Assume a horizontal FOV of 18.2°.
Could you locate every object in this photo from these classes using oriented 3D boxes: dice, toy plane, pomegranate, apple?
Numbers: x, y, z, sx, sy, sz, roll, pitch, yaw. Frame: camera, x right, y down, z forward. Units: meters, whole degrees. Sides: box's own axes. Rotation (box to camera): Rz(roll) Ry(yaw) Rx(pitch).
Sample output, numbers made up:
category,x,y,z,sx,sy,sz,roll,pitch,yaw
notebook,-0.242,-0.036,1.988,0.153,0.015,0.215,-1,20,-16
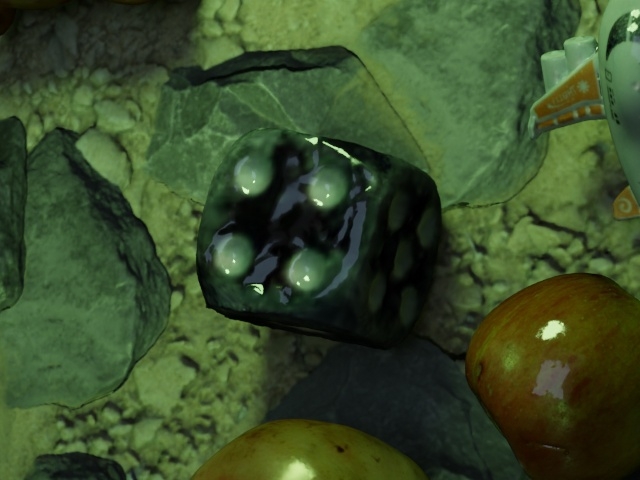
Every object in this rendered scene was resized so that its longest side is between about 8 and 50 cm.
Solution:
category,x,y,z,sx,sy,sz,roll,pitch,yaw
dice,0.000,0.000,1.890,0.182,0.181,0.183,11,83,25
toy plane,0.301,-0.115,1.779,0.245,0.117,0.244,12,113,28
pomegranate,-0.025,0.284,1.807,0.270,0.252,0.229,-14,63,44
apple,0.228,0.121,1.754,0.196,0.196,0.196,-6,76,24

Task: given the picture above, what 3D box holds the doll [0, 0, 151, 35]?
category,x,y,z,sx,sy,sz,roll,pitch,yaw
doll,-0.259,-0.320,2.098,0.270,0.162,0.166,-3,47,30
